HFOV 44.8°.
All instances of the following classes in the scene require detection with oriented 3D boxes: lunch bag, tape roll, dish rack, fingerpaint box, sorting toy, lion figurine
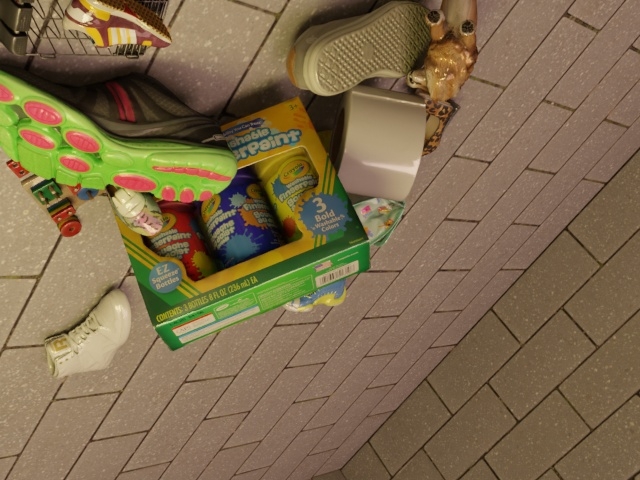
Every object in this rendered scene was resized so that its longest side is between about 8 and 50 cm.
[{"bbox_3d":[0.074,-0.058,2.013,0.262,0.223,0.160,-28,109,-9],"label":"lunch bag"},{"bbox_3d":[0.120,-0.219,1.737,0.169,0.246,0.246,9,137,-7],"label":"tape roll"},{"bbox_3d":[-0.378,-0.390,1.259,0.272,0.074,0.208,-11,143,-40],"label":"dish rack"},{"bbox_3d":[-0.172,-0.041,1.586,0.445,0.371,0.163,-22,156,-6],"label":"fingerpaint box"},{"bbox_3d":[-0.507,-0.103,1.551,0.132,0.046,0.274,-31,149,-9],"label":"sorting toy"},{"bbox_3d":[0.288,-0.499,1.644,0.240,0.142,0.391,32,74,-77],"label":"lion figurine"}]

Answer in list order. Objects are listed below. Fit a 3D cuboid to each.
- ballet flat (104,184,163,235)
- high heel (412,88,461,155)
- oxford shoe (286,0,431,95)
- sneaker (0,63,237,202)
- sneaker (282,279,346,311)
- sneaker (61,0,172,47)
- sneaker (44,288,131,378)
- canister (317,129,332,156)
[{"bbox_3d":[-0.385,-0.101,1.499,0.077,0.221,0.079,-36,158,-5],"label":"ballet flat"},{"bbox_3d":[0.262,-0.295,2.017,0.186,0.093,0.261,-55,155,18],"label":"high heel"},{"bbox_3d":[0.095,-0.417,1.664,0.449,0.130,0.169,-29,122,-39],"label":"oxford shoe"},{"bbox_3d":[-0.384,-0.209,1.415,0.483,0.202,0.185,16,137,-35],"label":"sneaker"},{"bbox_3d":[-0.018,0.143,2.385,0.240,0.091,0.126,-7,121,-40],"label":"sneaker"},{"bbox_3d":[-0.326,-0.344,1.250,0.084,0.069,0.186,-41,147,23],"label":"sneaker"},{"bbox_3d":[-0.578,0.241,1.901,0.169,0.108,0.292,-10,142,-43],"label":"sneaker"},{"bbox_3d":[-0.015,-0.181,1.922,0.126,0.073,0.169,-17,147,-29],"label":"canister"}]
